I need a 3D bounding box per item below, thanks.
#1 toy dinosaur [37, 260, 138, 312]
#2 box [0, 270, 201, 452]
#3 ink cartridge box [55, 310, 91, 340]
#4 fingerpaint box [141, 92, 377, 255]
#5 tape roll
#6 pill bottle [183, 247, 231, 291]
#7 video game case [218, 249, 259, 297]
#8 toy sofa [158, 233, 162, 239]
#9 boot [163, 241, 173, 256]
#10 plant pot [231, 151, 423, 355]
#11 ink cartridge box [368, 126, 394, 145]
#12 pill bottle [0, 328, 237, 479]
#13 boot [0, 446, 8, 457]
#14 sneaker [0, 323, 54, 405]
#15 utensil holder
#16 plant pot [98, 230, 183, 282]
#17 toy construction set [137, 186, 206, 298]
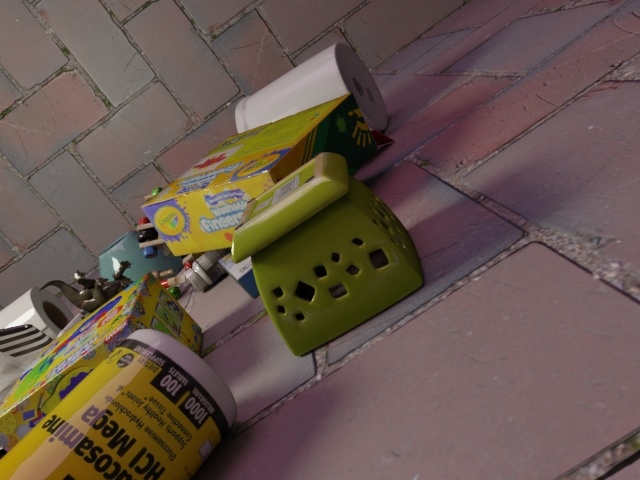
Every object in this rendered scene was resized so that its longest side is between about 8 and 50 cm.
[{"bbox_3d":[-0.586,0.147,1.499,0.314,0.160,0.121,-13,47,-33],"label":"toy dinosaur"},{"bbox_3d":[-0.390,0.244,1.017,0.290,0.177,0.279,-36,18,0],"label":"box"},{"bbox_3d":[-0.661,0.263,1.559,0.160,0.093,0.219,-51,9,30],"label":"ink cartridge box"},{"bbox_3d":[-0.143,-0.148,1.317,0.445,0.163,0.371,-9,30,40],"label":"fingerpaint box"},{"bbox_3d":[-0.921,0.296,1.788,0.169,0.246,0.246,-37,17,-4],"label":"tape roll"},{"bbox_3d":[-0.285,0.067,1.443,0.137,0.078,0.078,-41,18,-13],"label":"pill bottle"},{"bbox_3d":[-0.096,0.003,1.275,0.270,0.061,0.244,-39,19,-10],"label":"video game case"},{"bbox_3d":[-0.513,-0.038,2.040,0.363,0.150,0.177,-23,23,38],"label":"toy sofa"},{"bbox_3d":[-0.303,-0.011,1.495,0.076,0.209,0.189,1,67,50],"label":"boot"},{"bbox_3d":[0.000,0.000,0.854,0.227,0.207,0.228,-33,16,13],"label":"plant pot"},{"bbox_3d":[0.065,-0.289,1.543,0.181,0.225,0.056,-2,67,60],"label":"ink cartridge box"},{"bbox_3d":[-0.270,0.283,0.661,0.188,0.188,0.334,-15,27,49],"label":"pill bottle"},{"bbox_3d":[-0.743,0.477,1.326,0.118,0.042,0.087,-41,24,-10],"label":"boot"},{"bbox_3d":[-0.940,0.405,1.512,0.447,0.257,0.169,-43,18,-20],"label":"sneaker"},{"bbox_3d":[-0.025,-0.403,1.773,0.386,0.327,0.327,-25,20,28],"label":"utensil holder"},{"bbox_3d":[-0.636,0.084,1.881,0.290,0.195,0.290,-32,18,12],"label":"plant pot"},{"bbox_3d":[-0.366,0.014,1.568,0.237,0.257,0.308,-17,44,19],"label":"toy construction set"}]
